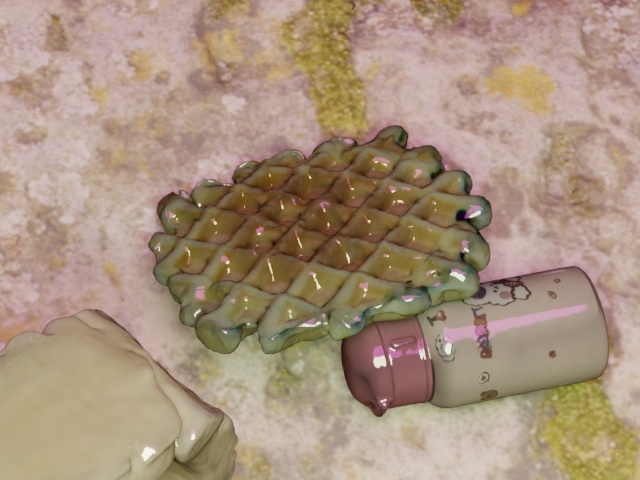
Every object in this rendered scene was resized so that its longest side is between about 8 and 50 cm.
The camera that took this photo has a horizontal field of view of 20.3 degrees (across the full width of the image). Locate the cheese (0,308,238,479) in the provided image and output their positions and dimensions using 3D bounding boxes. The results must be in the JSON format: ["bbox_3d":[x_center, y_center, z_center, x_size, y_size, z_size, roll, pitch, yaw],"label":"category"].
[{"bbox_3d":[-0.214,0.210,1.423,0.153,0.292,0.332,38,57,17],"label":"cheese"}]

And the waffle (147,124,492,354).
[{"bbox_3d":[0.000,0.000,1.634,0.309,0.056,0.292,-16,37,-11],"label":"waffle"}]

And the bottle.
[{"bbox_3d":[0.135,0.094,1.617,0.233,0.110,0.110,-10,61,-9],"label":"bottle"}]
